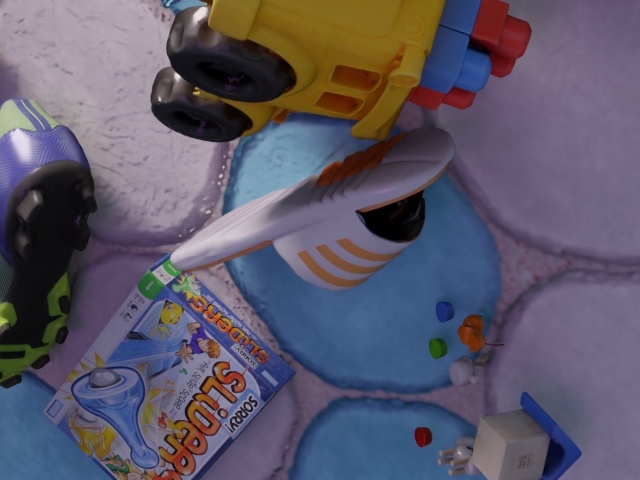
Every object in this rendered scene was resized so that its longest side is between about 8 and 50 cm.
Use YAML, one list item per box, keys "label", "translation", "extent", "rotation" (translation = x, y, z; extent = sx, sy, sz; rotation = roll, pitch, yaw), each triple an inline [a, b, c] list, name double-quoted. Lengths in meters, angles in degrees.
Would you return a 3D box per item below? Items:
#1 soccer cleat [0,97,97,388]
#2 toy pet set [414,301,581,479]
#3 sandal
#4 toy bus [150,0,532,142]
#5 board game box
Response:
- label: "soccer cleat"
  translation: [-0.248, 0.010, 1.407]
  extent: [0.121, 0.093, 0.289]
  rotation: [60, 141, 31]
- label: "toy pet set"
  translation: [0.128, 0.116, 1.252]
  extent: [0.114, 0.065, 0.122]
  rotation: [47, 137, 49]
- label: "sandal"
  translation: [0.005, -0.005, 1.228]
  extent: [0.265, 0.102, 0.076]
  rotation: [-20, 105, 46]
- label: "toy bus"
  translation: [0.015, -0.130, 1.117]
  extent: [0.211, 0.149, 0.220]
  rotation: [18, 161, -8]
- label: "board game box"
  translation: [-0.123, 0.120, 1.406]
  extent: [0.136, 0.035, 0.201]
  rotation: [43, 129, 4]
